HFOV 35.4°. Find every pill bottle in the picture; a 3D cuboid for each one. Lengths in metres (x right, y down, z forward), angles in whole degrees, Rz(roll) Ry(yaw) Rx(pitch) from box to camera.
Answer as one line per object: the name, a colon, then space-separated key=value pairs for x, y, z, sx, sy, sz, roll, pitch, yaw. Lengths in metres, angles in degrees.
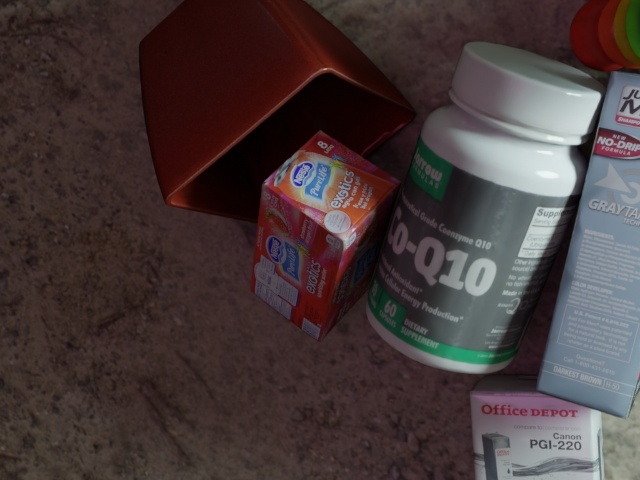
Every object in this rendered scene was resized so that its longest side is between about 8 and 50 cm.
pill bottle: x=0.196 y=-0.039 z=1.206 sx=0.204 sy=0.204 sz=0.361 roll=24 pitch=114 yaw=18

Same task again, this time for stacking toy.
stacking toy: x=0.377 y=-0.230 z=1.081 sx=0.141 sy=0.330 sz=0.141 roll=-1 pitch=95 yaw=-14

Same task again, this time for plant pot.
plant pot: x=-0.082 y=-0.200 z=1.316 sx=0.267 sy=0.267 sz=0.236 roll=-38 pitch=68 yaw=21

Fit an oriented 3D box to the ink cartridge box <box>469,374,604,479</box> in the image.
ink cartridge box: x=0.283 y=0.289 z=1.297 sx=0.158 sy=0.092 sz=0.218 roll=-3 pitch=93 yaw=22

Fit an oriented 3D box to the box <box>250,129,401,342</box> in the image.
box: x=0.000 y=0.000 z=1.293 sx=0.128 sy=0.122 sz=0.257 roll=35 pitch=149 yaw=15

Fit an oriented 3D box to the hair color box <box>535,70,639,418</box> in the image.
hair color box: x=0.364 y=-0.001 z=1.182 sx=0.113 sy=0.185 sz=0.375 roll=14 pitch=101 yaw=21
